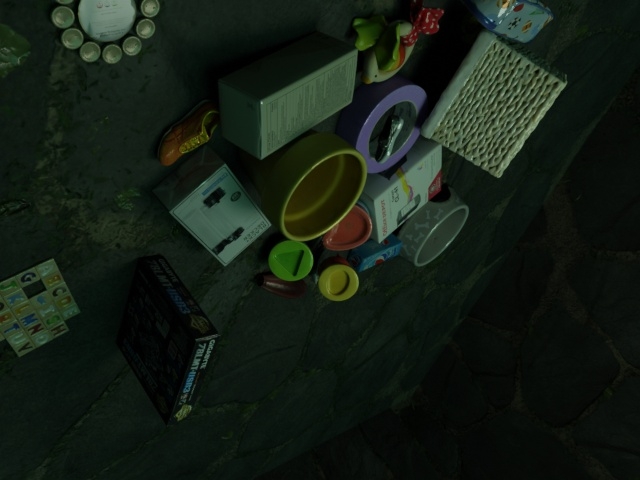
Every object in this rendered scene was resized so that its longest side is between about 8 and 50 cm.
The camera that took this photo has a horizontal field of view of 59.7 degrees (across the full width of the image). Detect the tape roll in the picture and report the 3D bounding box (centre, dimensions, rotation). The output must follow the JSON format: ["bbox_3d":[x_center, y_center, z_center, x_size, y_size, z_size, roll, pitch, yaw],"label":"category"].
[{"bbox_3d":[0.174,-0.328,1.564,0.275,0.090,0.274,-30,145,-24],"label":"tape roll"}]

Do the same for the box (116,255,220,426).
[{"bbox_3d":[-0.377,0.238,1.341,0.073,0.295,0.293,-9,132,-43],"label":"box"}]

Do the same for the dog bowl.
[{"bbox_3d":[0.440,-0.043,2.177,0.349,0.102,0.348,-36,152,-22],"label":"dog bowl"}]

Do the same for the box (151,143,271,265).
[{"bbox_3d":[-0.249,-0.075,1.337,0.169,0.087,0.290,-42,149,-8],"label":"box"}]

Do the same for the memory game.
[{"bbox_3d":[-0.354,-0.382,0.926,0.186,0.012,0.186,-32,146,-24],"label":"memory game"}]

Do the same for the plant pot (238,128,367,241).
[{"bbox_3d":[-0.060,-0.166,1.313,0.254,0.239,0.254,-31,147,-24],"label":"plant pot"}]

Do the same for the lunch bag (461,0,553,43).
[{"bbox_3d":[0.447,-0.626,1.419,0.303,0.243,0.115,-4,145,-47],"label":"lunch bag"}]

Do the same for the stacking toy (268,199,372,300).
[{"bbox_3d":[0.000,0.000,1.661,0.280,0.130,0.308,14,111,-6],"label":"stacking toy"}]

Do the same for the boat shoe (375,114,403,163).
[{"bbox_3d":[0.175,-0.274,1.502,0.040,0.049,0.142,6,122,-31],"label":"boat shoe"}]

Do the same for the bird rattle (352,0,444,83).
[{"bbox_3d":[0.180,-0.497,1.390,0.253,0.143,0.207,-40,163,-36],"label":"bird rattle"}]

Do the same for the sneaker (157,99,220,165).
[{"bbox_3d":[-0.271,-0.221,1.163,0.175,0.067,0.064,-46,151,2],"label":"sneaker"}]

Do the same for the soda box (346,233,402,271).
[{"bbox_3d":[0.199,0.040,2.038,0.210,0.071,0.067,-21,141,-36],"label":"soda box"}]

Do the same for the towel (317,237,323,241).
[{"bbox_3d":[0.078,-0.061,1.814,0.197,0.029,0.144,-48,150,3],"label":"towel"}]

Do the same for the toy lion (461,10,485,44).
[{"bbox_3d":[0.446,-0.626,1.613,0.100,0.034,0.096,-33,139,-22],"label":"toy lion"}]

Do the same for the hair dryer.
[{"bbox_3d":[-0.074,0.086,1.760,0.294,0.080,0.223,-26,133,-26],"label":"hair dryer"}]

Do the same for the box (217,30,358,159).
[{"bbox_3d":[-0.064,-0.317,1.194,0.311,0.121,0.148,-38,150,-36],"label":"box"}]

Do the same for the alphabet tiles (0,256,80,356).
[{"bbox_3d":[-0.639,0.159,1.207,0.198,0.009,0.237,-30,145,-26],"label":"alphabet tiles"}]

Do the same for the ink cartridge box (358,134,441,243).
[{"bbox_3d":[0.238,-0.172,1.759,0.306,0.131,0.226,-41,147,-19],"label":"ink cartridge box"}]

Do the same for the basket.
[{"bbox_3d":[0.506,-0.405,1.608,0.331,0.266,0.328,-61,169,28],"label":"basket"}]
